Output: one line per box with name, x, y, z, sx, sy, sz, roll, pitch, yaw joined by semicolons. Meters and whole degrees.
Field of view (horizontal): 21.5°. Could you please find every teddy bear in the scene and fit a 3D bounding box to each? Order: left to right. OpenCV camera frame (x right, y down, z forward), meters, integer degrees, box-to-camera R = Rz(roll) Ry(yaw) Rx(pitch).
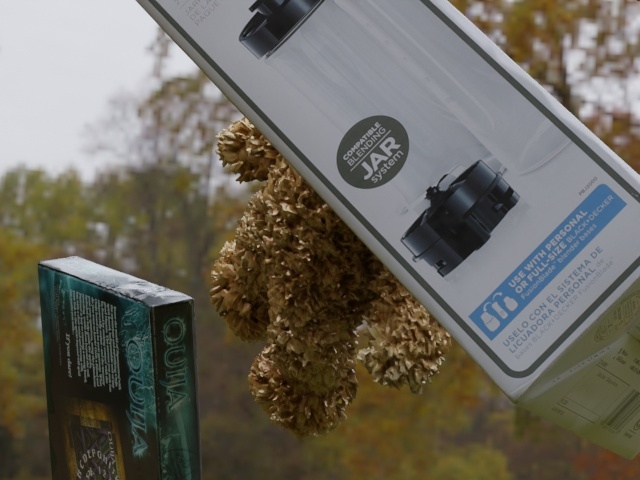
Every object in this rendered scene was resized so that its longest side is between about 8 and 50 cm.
teddy bear;0.000;0.000;1.146;0.113;0.245;0.338;-2;-18;-27

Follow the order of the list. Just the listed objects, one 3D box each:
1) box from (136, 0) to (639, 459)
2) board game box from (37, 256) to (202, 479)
box;0.041;-0.049;0.702;0.290;0.087;0.169;47;8;28
board game box;-0.101;0.109;0.860;0.026;0.186;0.126;-10;15;-34
